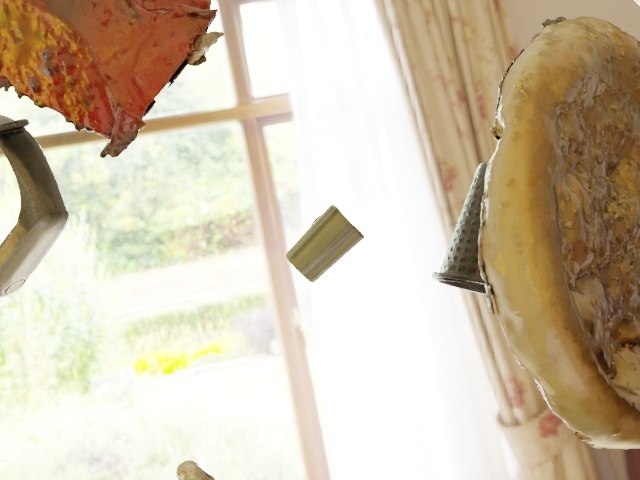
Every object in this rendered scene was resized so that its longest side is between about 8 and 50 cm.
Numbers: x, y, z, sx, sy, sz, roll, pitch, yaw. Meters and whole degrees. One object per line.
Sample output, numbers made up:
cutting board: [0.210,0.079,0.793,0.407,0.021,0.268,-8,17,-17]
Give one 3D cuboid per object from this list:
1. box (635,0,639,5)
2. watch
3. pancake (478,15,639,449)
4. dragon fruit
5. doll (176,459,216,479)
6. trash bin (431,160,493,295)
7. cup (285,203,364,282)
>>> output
box: [0.326,-0.405,1.039,0.079,0.269,0.135,-37,-20,-3]
watch: [-0.373,-0.049,0.994,0.206,0.193,0.068,-47,-10,31]
pancake: [0.256,-0.013,0.771,0.071,0.382,0.382,-11,0,42]
dragon fruit: [-0.267,-0.275,0.970,0.344,0.282,0.100,28,-27,17]
doll: [-0.053,0.325,0.937,0.085,0.217,0.183,-42,-41,-1]
trash bin: [0.234,-0.011,1.090,0.176,0.160,0.175,11,-6,1]
cup: [-0.002,-0.001,1.053,0.083,0.075,0.054,-44,-33,3]
